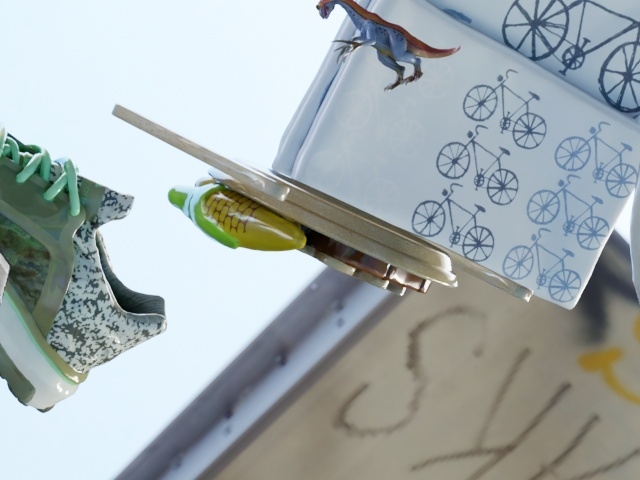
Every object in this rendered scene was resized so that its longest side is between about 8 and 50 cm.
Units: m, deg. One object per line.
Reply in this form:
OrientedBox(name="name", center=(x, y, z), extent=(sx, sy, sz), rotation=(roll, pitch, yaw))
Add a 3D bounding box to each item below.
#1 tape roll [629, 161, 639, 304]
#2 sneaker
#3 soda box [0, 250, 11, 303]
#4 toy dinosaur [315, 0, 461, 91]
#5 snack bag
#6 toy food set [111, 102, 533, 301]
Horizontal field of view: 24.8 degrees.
OrientedBox(name="tape roll", center=(0.335, -0.005, 0.649), extent=(0.392, 0.392, 0.072), rotation=(34, -127, -19))
OrientedBox(name="sneaker", center=(-0.265, -0.040, 1.332), extent=(0.158, 0.182, 0.410), rotation=(-102, -10, -58))
OrientedBox(name="soda box", center=(-0.317, -0.009, 1.176), extent=(0.169, 0.060, 0.053), rotation=(66, -158, -44))
OrientedBox(name="toy dinosaur", center=(0.037, -0.144, 1.012), extent=(0.090, 0.047, 0.082), rotation=(-35, -77, -23))
OrientedBox(name="snack bag", center=(0.164, -0.144, 1.177), extent=(0.323, 0.342, 0.037), rotation=(24, -175, -30))
OrientedBox(name="toy food set", center=(0.000, 0.000, 0.658), extent=(0.192, 0.038, 0.132), rotation=(22, -175, -44))
